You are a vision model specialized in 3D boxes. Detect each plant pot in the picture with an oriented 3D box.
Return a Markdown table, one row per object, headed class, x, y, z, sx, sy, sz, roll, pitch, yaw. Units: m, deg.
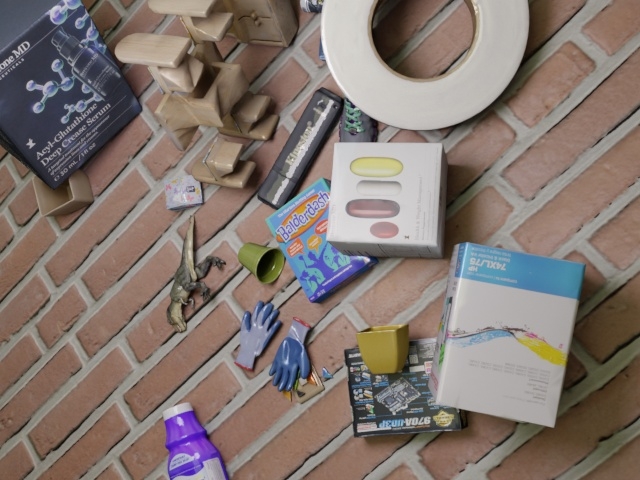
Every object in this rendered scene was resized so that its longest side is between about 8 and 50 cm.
| class | x | y | z | sx | sy | sz | roll | pitch | yaw |
| --- | --- | --- | --- | --- | --- | --- | --- | --- | --- |
| plant pot | -0.133 | 0.040 | 1.623 | 0.079 | 0.083 | 0.083 | 26 | 96 | 38 |
| plant pot | 0.121 | 0.205 | 1.424 | 0.081 | 0.081 | 0.083 | -8 | 90 | 24 |
| plant pot | -0.620 | -0.120 | 1.856 | 0.109 | 0.096 | 0.109 | -24 | 75 | 21 |

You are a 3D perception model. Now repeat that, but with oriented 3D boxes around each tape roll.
| class | x | y | z | sx | sy | sz | roll | pitch | yaw |
| --- | --- | --- | --- | --- | --- | --- | --- | --- | --- |
| tape roll | 0.194 | -0.403 | 1.435 | 0.392 | 0.072 | 0.392 | 1 | 96 | 6 |

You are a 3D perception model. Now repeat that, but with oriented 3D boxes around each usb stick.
| class | x | y | z | sx | sy | sz | roll | pitch | yaw |
| --- | --- | --- | --- | --- | --- | --- | --- | --- | --- |
| usb stick | -0.043 | -0.192 | 1.617 | 0.077 | 0.045 | 0.278 | 34 | 99 | 25 |

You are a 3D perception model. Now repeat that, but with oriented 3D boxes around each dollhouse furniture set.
| class | x | y | z | sx | sy | sz | roll | pitch | yaw |
| --- | --- | --- | --- | --- | --- | --- | --- | --- | --- |
| dollhouse furniture set | -0.252 | -0.377 | 1.578 | 0.256 | 0.362 | 0.394 | 11 | 61 | 25 |

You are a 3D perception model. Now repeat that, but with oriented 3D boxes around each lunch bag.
| class | x | y | z | sx | sy | sz | roll | pitch | yaw |
| --- | --- | --- | --- | --- | --- | --- | --- | --- | --- |
| lunch bag | -0.311 | -0.110 | 1.733 | 0.083 | 0.053 | 0.071 | -10 | 81 | 15 |

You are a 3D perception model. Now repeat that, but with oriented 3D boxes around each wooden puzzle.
| class | x | y | z | sx | sy | sz | roll | pitch | yaw |
| --- | --- | --- | --- | --- | --- | --- | --- | --- | --- |
| wooden puzzle | -0.035 | 0.293 | 1.579 | 0.116 | 0.014 | 0.078 | -42 | 69 | 15 |

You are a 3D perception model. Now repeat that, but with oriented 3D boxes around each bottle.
| class | x | y | z | sx | sy | sz | roll | pitch | yaw |
| --- | --- | --- | --- | --- | --- | --- | --- | --- | --- |
| bottle | -0.265 | 0.491 | 1.623 | 0.118 | 0.092 | 0.283 | -27 | 74 | 22 |

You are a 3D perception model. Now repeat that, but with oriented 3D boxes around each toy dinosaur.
| class | x | y | z | sx | sy | sz | roll | pitch | yaw |
| --- | --- | --- | --- | --- | --- | --- | --- | --- | --- |
| toy dinosaur | -0.282 | 0.077 | 1.696 | 0.118 | 0.064 | 0.268 | 8 | 85 | 33 |

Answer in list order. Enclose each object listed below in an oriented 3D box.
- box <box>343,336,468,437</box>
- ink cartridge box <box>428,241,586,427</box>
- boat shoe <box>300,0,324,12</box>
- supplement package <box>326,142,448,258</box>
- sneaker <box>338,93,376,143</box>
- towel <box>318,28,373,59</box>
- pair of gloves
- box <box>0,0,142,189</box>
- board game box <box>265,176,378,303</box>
| class | x | y | z | sx | sy | sz | roll | pitch | yaw |
| --- | --- | --- | --- | --- | --- | --- | --- | --- | --- |
| box | 0.161 | 0.283 | 1.465 | 0.220 | 0.051 | 0.175 | -12 | 79 | 24 |
| ink cartridge box | 0.309 | 0.154 | 1.300 | 0.197 | 0.198 | 0.270 | 11 | 89 | 4 |
| boat shoe | 0.019 | -0.574 | 1.625 | 0.083 | 0.065 | 0.183 | 12 | 92 | 18 |
| supplement package | 0.131 | -0.074 | 1.437 | 0.203 | 0.149 | 0.194 | 2 | 79 | 14 |
| sneaker | 0.066 | -0.267 | 1.544 | 0.083 | 0.098 | 0.223 | 5 | 86 | 26 |
| towel | 0.053 | -0.414 | 1.604 | 0.119 | 0.029 | 0.067 | 1 | 84 | 26 |
| pair of gloves | -0.097 | 0.224 | 1.605 | 0.198 | 0.023 | 0.159 | 22 | 94 | 31 |
| box | -0.624 | -0.359 | 1.671 | 0.212 | 0.395 | 0.293 | 35 | 73 | 25 |
| board game box | 0.000 | 0.000 | 1.574 | 0.160 | 0.047 | 0.210 | -36 | 70 | 18 |
